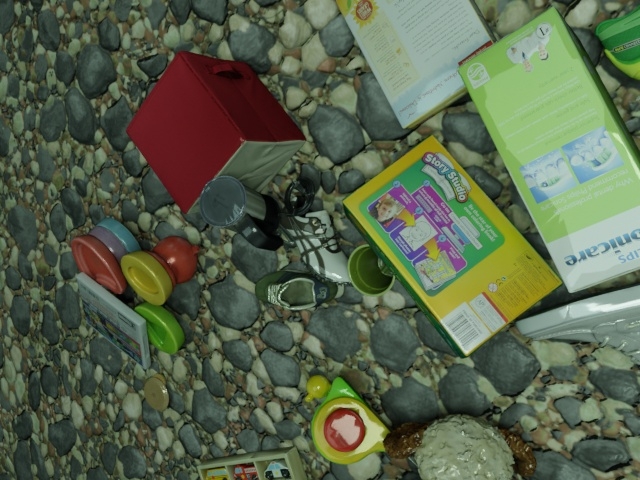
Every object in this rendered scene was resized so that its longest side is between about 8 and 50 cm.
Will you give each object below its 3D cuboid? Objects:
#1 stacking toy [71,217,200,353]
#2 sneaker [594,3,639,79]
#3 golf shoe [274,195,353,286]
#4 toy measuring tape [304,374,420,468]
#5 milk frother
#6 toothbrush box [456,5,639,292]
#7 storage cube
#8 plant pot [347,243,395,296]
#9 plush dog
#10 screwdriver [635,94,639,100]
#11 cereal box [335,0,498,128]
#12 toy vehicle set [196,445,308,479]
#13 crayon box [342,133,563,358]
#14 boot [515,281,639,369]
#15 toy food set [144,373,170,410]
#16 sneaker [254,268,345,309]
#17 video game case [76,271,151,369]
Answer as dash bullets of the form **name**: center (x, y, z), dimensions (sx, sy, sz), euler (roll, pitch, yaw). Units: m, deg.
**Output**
- **stacking toy**: center (-0.380, 0.087, 1.216), dimensions (0.309, 0.130, 0.279), euler (17, 133, 32)
- **sneaker**: center (0.427, -0.324, 0.604), dimensions (0.123, 0.109, 0.295), euler (43, 118, 15)
- **golf shoe**: center (0.000, 0.000, 0.949), dimensions (0.198, 0.077, 0.093), euler (38, 115, 21)
- **toy measuring tape**: center (0.085, 0.365, 0.935), dimensions (0.330, 0.121, 0.121), euler (45, 119, 12)
- **milk frother**: center (-0.097, -0.066, 0.903), dimensions (0.129, 0.135, 0.143), euler (31, 93, 21)
- **toothbrush box**: center (0.304, -0.105, 0.661), dimensions (0.122, 0.206, 0.283), euler (-30, 83, 32)
- **storage cube**: center (-0.181, -0.182, 0.968), dimensions (0.215, 0.184, 0.193), euler (-44, 76, 29)
- **plant pot**: center (0.099, 0.042, 0.891), dimensions (0.083, 0.079, 0.083), euler (6, 101, 32)
- **plush dog**: center (0.201, 0.369, 0.804), dimensions (0.263, 0.210, 0.225), euler (5, 69, 3)
- **screwdriver**: center (0.453, -0.226, 0.656), dimensions (0.170, 0.025, 0.024), euler (-40, 76, 30)
- **cereal box**: center (0.145, -0.312, 0.821), dimensions (0.173, 0.047, 0.240), euler (-30, 82, 32)
- **toy vehicle set**: center (-0.132, 0.526, 1.144), dimensions (0.267, 0.035, 0.165), euler (-23, 86, 33)
- **crayon box**: center (0.179, 0.007, 0.790), dimensions (0.165, 0.081, 0.278), euler (-36, 76, -3)
- **boot**: center (0.393, 0.123, 0.708), dimensions (0.258, 0.095, 0.123), euler (-22, 79, 32)
- **toy food set**: center (-0.379, 0.353, 1.280), dimensions (0.083, 0.020, 0.083), euler (-33, 81, 32)
- **sneaker**: center (-0.058, 0.089, 0.993), dimensions (0.192, 0.086, 0.064), euler (-5, 96, 33)
- **video game case**: center (-0.466, 0.184, 1.253), dimensions (0.201, 0.023, 0.183), euler (31, 138, 18)
